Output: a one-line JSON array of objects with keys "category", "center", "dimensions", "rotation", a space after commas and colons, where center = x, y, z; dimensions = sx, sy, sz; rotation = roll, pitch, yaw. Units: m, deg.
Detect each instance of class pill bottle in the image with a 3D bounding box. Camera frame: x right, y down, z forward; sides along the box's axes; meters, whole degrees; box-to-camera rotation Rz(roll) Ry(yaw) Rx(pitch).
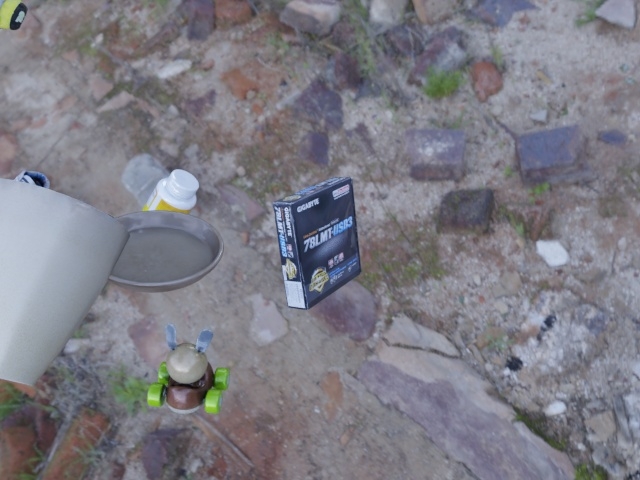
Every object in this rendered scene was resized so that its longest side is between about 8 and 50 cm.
[{"category": "pill bottle", "center": [-0.425, -0.093, 1.918], "dimensions": [0.215, 0.117, 0.117], "rotation": [-51, 46, 30]}]

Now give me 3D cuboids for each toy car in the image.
[{"category": "toy car", "center": [-0.282, 0.260, 1.474], "dimensions": [0.154, 0.189, 0.149], "rotation": [5, 27, 3]}]

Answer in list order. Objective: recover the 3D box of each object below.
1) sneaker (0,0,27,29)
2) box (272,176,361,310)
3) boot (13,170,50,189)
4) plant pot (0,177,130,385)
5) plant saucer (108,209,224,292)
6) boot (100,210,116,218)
[{"category": "sneaker", "center": [-0.684, -0.435, 1.275], "dimensions": [0.384, 0.147, 0.145], "rotation": [23, 86, 43]}, {"category": "box", "center": [0.000, 0.000, 1.870], "dimensions": [0.073, 0.294, 0.295], "rotation": [6, 20, 34]}, {"category": "boot", "center": [-0.675, -0.099, 1.477], "dimensions": [0.123, 0.095, 0.258], "rotation": [-37, 12, 6]}, {"category": "plant pot", "center": [-0.469, 0.079, 1.083], "dimensions": [0.256, 0.256, 0.274], "rotation": [4, 69, 27]}, {"category": "plant saucer", "center": [-0.338, 0.022, 1.412], "dimensions": [0.277, 0.041, 0.278], "rotation": [5, 32, -3]}, {"category": "boot", "center": [-0.692, -0.008, 1.948], "dimensions": [0.244, 0.088, 0.176], "rotation": [15, 95, 2]}]
